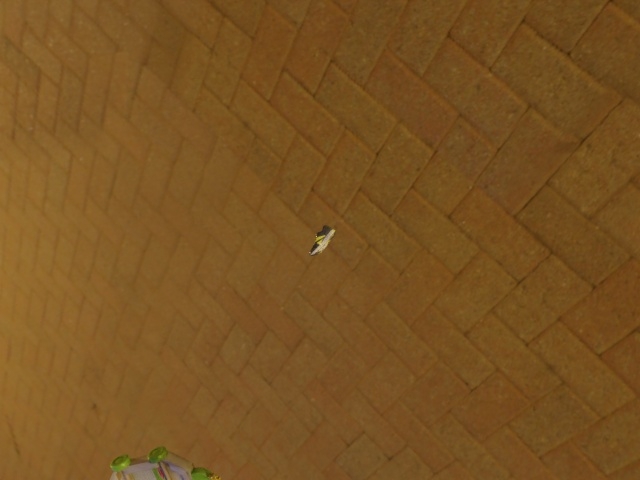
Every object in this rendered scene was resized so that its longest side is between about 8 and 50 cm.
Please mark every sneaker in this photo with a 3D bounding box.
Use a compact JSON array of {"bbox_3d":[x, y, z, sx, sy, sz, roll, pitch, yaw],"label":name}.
[{"bbox_3d":[0.000,0.000,1.448,0.035,0.031,0.083,44,97,19],"label":"sneaker"}]

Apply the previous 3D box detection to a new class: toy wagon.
[{"bbox_3d":[-0.439,0.719,1.793,0.345,0.068,0.267,-16,106,10],"label":"toy wagon"}]
